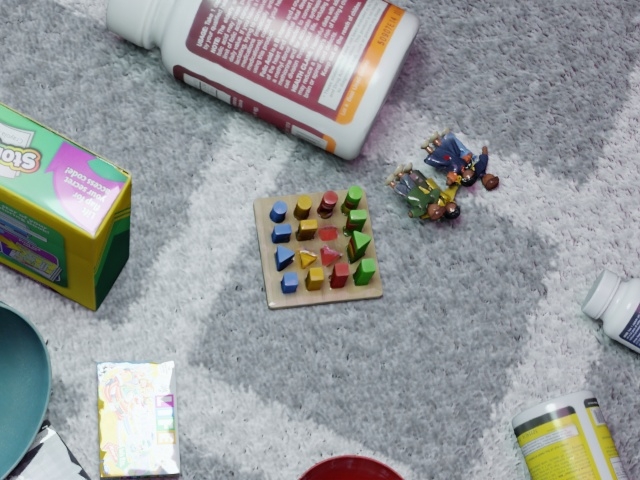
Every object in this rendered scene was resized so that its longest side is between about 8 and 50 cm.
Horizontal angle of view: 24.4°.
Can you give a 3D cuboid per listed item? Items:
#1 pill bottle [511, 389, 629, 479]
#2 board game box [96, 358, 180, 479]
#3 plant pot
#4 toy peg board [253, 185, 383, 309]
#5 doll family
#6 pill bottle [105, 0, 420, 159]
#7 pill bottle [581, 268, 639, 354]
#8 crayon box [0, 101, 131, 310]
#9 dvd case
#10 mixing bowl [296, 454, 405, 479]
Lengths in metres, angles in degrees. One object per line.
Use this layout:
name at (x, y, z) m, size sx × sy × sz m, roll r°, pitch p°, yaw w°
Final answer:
pill bottle at (0.341, 0.313, 1.944) m, size 0.119 × 0.119 × 0.208 m, roll -15°, pitch 73°, yaw -14°
board game box at (-0.239, 0.234, 1.933) m, size 0.103 × 0.026 × 0.154 m, roll -2°, pitch 70°, yaw -10°
plant pot at (-0.506, 0.169, 1.809) m, size 0.195 × 0.290 × 0.290 m, roll 29°, pitch 64°, yaw 40°
toy peg board at (0.000, 0.000, 2.027) m, size 0.161 × 0.079 × 0.161 m, roll -6°, pitch 71°, yaw -11°
doll family at (0.179, -0.086, 2.090) m, size 0.111 × 0.076 × 0.193 m, roll 40°, pitch 66°, yaw 12°
pill bottle at (-0.081, -0.291, 2.045) m, size 0.392 × 0.224 × 0.224 m, roll 26°, pitch 69°, yaw 1°
pill bottle at (0.452, 0.109, 2.047) m, size 0.169 × 0.094 × 0.094 m, roll 29°, pitch 69°, yaw 2°
crayon box at (-0.418, -0.076, 1.866) m, size 0.363 × 0.313 × 0.106 m, roll 28°, pitch 69°, yaw 2°
dvd case at (-0.352, 0.362, 1.875) m, size 0.164 × 0.018 × 0.221 m, roll -35°, pitch 79°, yaw -17°
mixing bowl at (0.034, 0.373, 1.886) m, size 0.181 × 0.098 × 0.181 m, roll 3°, pitch 69°, yaw -8°
